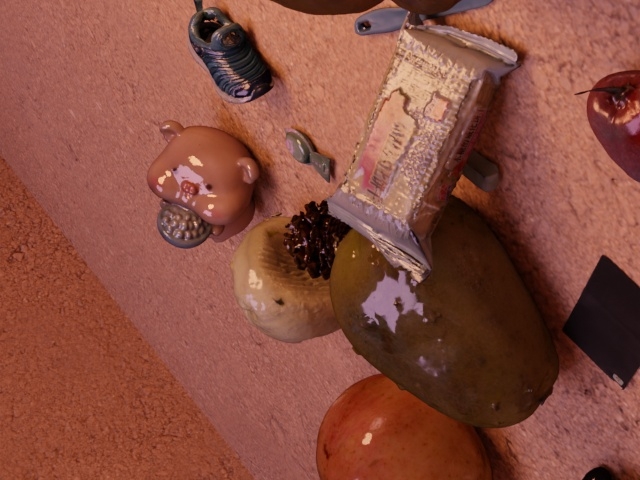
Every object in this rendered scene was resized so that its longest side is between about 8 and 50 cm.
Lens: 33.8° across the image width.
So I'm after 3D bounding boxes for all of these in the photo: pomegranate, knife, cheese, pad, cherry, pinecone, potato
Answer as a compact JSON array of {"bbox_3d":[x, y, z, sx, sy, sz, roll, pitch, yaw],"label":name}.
[{"bbox_3d":[0.123,0.404,1.809,0.338,0.338,0.338,44,153,29],"label":"pomegranate"},{"bbox_3d":[0.126,-0.292,1.317,0.313,0.019,0.044,5,121,59],"label":"knife"},{"bbox_3d":[-0.024,-0.148,1.774,0.121,0.026,0.067,43,154,30],"label":"cheese"},{"bbox_3d":[0.373,0.108,1.340,0.116,0.004,0.193,46,154,24],"label":"pad"},{"bbox_3d":[0.320,-0.122,1.055,0.106,0.087,0.126,33,166,31],"label":"cherry"},{"bbox_3d":[0.001,-0.002,1.770,0.121,0.140,0.140,14,134,38],"label":"pinecone"},{"bbox_3d":[0.166,0.106,1.468,0.270,0.219,0.359,-34,91,45],"label":"potato"}]

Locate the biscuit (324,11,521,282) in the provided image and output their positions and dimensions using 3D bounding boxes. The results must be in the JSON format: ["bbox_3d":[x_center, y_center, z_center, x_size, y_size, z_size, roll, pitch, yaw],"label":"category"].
[{"bbox_3d":[0.122,-0.122,1.305,0.186,0.079,0.309,37,113,33],"label":"biscuit"}]

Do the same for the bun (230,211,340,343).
[{"bbox_3d":[-0.055,0.080,1.870,0.259,0.259,0.160,50,128,18],"label":"bun"}]

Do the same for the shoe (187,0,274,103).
[{"bbox_3d":[-0.155,-0.311,1.742,0.207,0.091,0.106,50,162,24],"label":"shoe"}]

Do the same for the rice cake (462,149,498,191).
[{"bbox_3d":[0.171,-0.123,1.416,0.180,0.030,0.042,42,156,34],"label":"rice cake"}]

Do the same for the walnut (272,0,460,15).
[{"bbox_3d":[0.024,-0.383,0.961,0.383,0.383,0.383,44,153,29],"label":"walnut"}]

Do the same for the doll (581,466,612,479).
[{"bbox_3d":[0.406,0.430,1.526,0.143,0.135,0.234,41,148,30],"label":"doll"}]

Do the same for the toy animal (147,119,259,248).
[{"bbox_3d":[-0.211,-0.102,2.024,0.210,0.229,0.221,22,-170,12],"label":"toy animal"}]
